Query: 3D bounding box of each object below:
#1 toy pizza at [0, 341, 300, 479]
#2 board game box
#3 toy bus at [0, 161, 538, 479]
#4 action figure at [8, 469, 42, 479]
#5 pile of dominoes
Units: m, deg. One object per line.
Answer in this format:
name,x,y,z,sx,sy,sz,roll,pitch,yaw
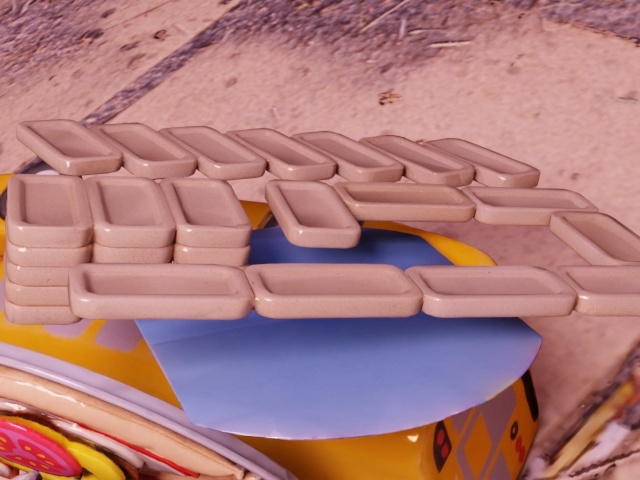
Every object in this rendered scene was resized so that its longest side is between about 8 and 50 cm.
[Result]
toy pizza,-0.094,0.094,0.470,0.201,0.201,0.032,6,62,31
board game box,0.000,0.041,0.437,0.133,0.033,0.168,-10,26,-20
toy bus,-0.062,0.050,0.575,0.332,0.108,0.130,8,49,32
action figure,-0.092,0.223,0.319,0.341,0.178,0.330,-15,54,28
pile of dominoes,0.000,0.000,0.471,0.251,0.040,0.196,1,22,-16
